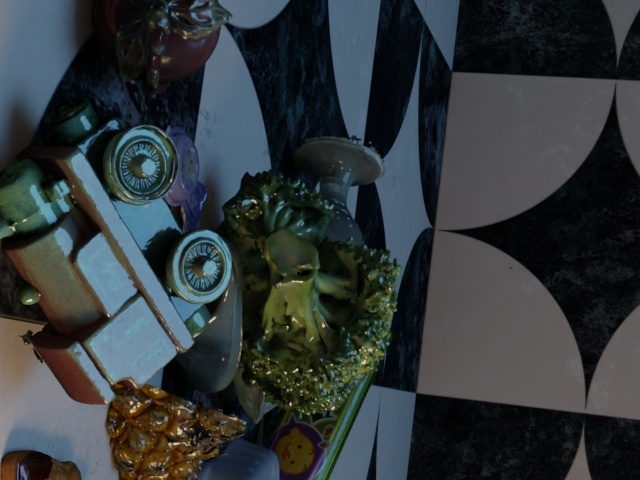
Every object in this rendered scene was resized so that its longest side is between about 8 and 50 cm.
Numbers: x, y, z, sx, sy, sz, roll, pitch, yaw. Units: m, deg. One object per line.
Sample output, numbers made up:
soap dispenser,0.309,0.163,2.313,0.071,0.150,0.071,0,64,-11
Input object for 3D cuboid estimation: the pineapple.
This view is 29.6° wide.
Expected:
pineapple,-0.183,0.283,1.635,0.250,0.164,0.140,62,43,-68

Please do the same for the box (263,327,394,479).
box,0.006,0.290,2.189,0.346,0.134,0.097,-64,161,-14

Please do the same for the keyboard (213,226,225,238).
keyboard,-0.165,0.012,1.864,0.166,0.017,0.055,-48,145,-65

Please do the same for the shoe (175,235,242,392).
shoe,-0.173,0.114,1.707,0.100,0.103,0.251,-17,126,-42

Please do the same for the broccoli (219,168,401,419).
broccoli,-0.011,0.060,1.772,0.302,0.249,0.375,-47,-128,55

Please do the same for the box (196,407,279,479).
box,-0.136,0.464,1.946,0.264,0.106,0.337,-39,132,-68

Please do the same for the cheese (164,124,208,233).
cheese,-0.193,-0.086,1.686,0.191,0.042,0.105,74,27,-57

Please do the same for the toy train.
toy train,-0.238,0.010,1.302,0.221,0.150,0.304,-41,117,-29

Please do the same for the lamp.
lamp,-0.201,-0.277,1.449,0.223,0.151,0.215,9,-92,63

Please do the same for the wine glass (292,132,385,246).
wine glass,0.005,0.000,2.152,0.190,0.190,0.357,66,34,-60

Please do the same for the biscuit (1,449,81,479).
biscuit,-0.313,0.334,1.413,0.183,0.043,0.280,-74,164,-45

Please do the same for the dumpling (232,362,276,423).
dumpling,-0.106,0.196,1.962,0.149,0.104,0.217,-11,101,-71
